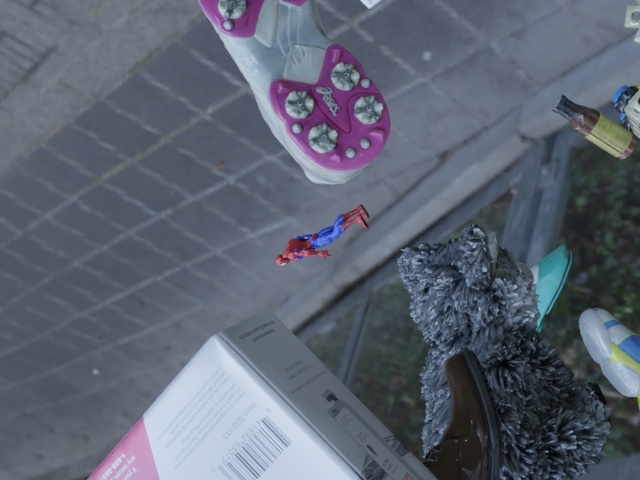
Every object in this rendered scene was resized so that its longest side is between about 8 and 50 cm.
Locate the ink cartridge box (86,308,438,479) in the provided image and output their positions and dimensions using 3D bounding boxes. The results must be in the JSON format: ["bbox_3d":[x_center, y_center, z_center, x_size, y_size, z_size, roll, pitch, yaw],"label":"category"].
[{"bbox_3d":[-0.027,0.230,0.950,0.283,0.207,0.117,45,-162,9],"label":"ink cartridge box"}]

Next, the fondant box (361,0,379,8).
[{"bbox_3d":[0.111,-0.524,1.710,0.238,0.096,0.330,40,132,-22],"label":"fondant box"}]

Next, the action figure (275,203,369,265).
[{"bbox_3d":[0.000,0.000,1.268,0.115,0.038,0.030,-24,120,19],"label":"action figure"}]

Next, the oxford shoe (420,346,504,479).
[{"bbox_3d":[0.136,0.219,1.166,0.096,0.227,0.083,-3,163,2],"label":"oxford shoe"}]

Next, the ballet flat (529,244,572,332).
[{"bbox_3d":[0.355,0.115,2.026,0.087,0.083,0.247,15,112,-5],"label":"ballet flat"}]

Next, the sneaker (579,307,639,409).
[{"bbox_3d":[0.402,0.147,1.321,0.240,0.126,0.091,50,180,-5],"label":"sneaker"}]

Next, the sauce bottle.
[{"bbox_3d":[0.375,-0.159,1.606,0.128,0.042,0.042,32,151,-13],"label":"sauce bottle"}]

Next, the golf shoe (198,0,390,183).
[{"bbox_3d":[-0.044,-0.184,1.107,0.115,0.306,0.140,-23,168,-12],"label":"golf shoe"}]

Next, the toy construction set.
[{"bbox_3d":[0.576,-0.263,1.899,0.151,0.215,0.327,48,-172,37],"label":"toy construction set"}]

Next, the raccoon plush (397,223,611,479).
[{"bbox_3d":[0.168,0.181,1.349,0.216,0.446,0.299,-25,107,32],"label":"raccoon plush"}]
